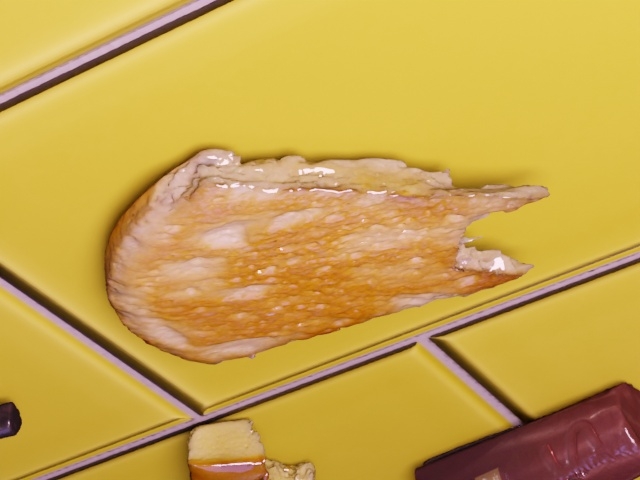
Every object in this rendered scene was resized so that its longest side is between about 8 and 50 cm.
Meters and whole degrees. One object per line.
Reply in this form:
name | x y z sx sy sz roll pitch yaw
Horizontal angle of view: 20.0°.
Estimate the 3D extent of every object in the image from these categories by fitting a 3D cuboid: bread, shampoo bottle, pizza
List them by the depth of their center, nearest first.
pizza | 0.000 0.000 1.017 0.262 0.034 0.181 -12 145 11
shampoo bottle | 0.123 0.167 1.247 0.236 0.068 0.067 -31 137 29
bread | -0.041 0.195 1.278 0.088 0.049 0.226 -3 144 -1

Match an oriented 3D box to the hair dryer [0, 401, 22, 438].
hair dryer | -0.333 0.215 1.191 0.284 0.155 0.320 2 137 8
